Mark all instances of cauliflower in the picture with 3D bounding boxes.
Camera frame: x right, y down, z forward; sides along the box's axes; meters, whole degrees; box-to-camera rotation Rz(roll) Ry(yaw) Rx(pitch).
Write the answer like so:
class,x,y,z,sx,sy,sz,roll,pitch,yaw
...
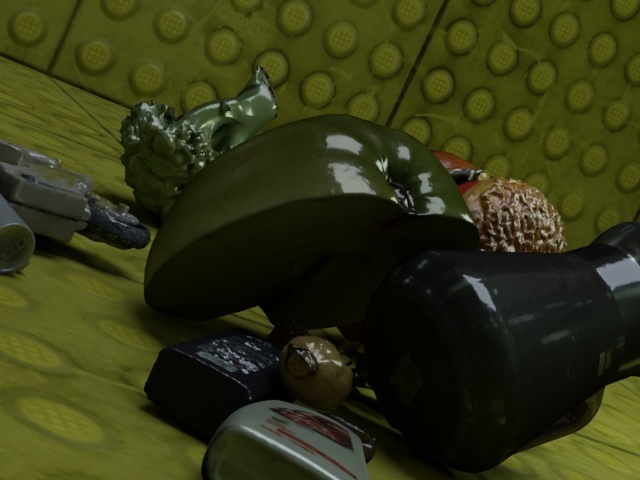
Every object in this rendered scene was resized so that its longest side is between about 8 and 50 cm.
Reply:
class,x,y,z,sx,sy,sz,roll,pitch,yaw
cauliflower,-0.178,-0.130,2.241,0.327,0.281,0.260,36,27,-62

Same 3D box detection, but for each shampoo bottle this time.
class,x,y,z,sx,sy,sz,roll,pitch,yaw
shampoo bottle,-0.078,0.136,1.390,0.098,0.071,0.309,26,7,11
shampoo bottle,-0.008,0.192,1.219,0.153,0.071,0.284,27,7,7

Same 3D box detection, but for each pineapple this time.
class,x,y,z,sx,sy,sz,roll,pitch,yaw
pineapple,-0.008,0.147,1.659,0.124,0.058,0.058,36,11,27

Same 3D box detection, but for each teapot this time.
class,x,y,z,sx,sy,sz,roll,pitch,yaw
teapot,0.245,0.129,1.593,0.344,0.300,0.253,-13,39,-25

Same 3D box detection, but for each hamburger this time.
class,x,y,z,sx,sy,sz,roll,pitch,yaw
hamburger,0.190,0.047,1.951,0.250,0.330,0.330,32,10,38

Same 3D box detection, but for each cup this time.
class,x,y,z,sx,sy,sz,roll,pitch,yaw
cup,-0.362,-0.008,1.529,0.116,0.074,0.104,36,-16,42

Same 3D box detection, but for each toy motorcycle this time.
class,x,y,z,sx,sy,sz,roll,pitch,yaw
toy motorcycle,-0.382,-0.068,1.704,0.341,0.107,0.223,19,8,-45

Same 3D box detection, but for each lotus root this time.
class,x,y,z,sx,sy,sz,roll,pitch,yaw
lotus root,-0.006,0.129,1.333,0.073,0.062,0.150,56,3,19

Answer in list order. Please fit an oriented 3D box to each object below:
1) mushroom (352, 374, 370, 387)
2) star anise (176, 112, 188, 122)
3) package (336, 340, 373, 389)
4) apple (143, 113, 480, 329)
class,x,y,z,sx,sy,sz,roll,pitch,yaw
mushroom,0.122,0.201,1.816,0.286,0.026,0.028,20,25,-49
star anise,-0.238,-0.150,2.641,0.237,0.148,0.346,24,-3,9
package,0.080,0.162,1.698,0.131,0.047,0.071,44,16,7
apple,0.000,0.000,1.617,0.311,0.360,0.320,48,43,-8
